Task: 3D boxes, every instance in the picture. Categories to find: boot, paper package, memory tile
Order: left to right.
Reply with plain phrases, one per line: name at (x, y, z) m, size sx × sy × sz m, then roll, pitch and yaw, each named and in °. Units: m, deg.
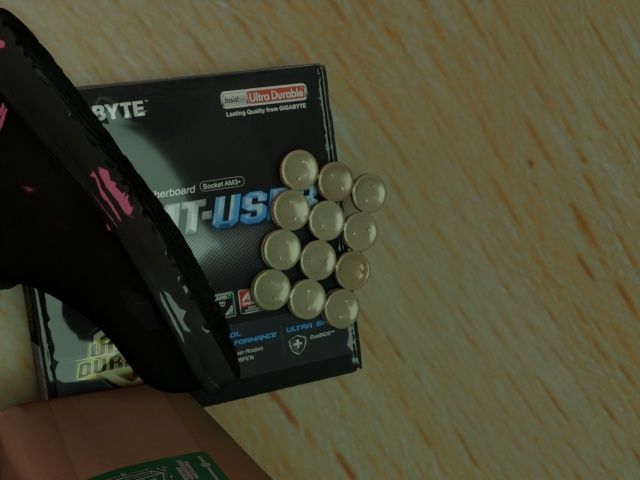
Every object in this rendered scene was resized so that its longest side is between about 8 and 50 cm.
boot at (-0.245, 0.027, 0.812) m, size 0.260 × 0.131 × 0.348 m, roll -37°, pitch 80°, yaw 1°
paper package at (-0.117, 0.305, 0.805) m, size 0.168 × 0.325 × 0.310 m, roll -11°, pitch 113°, yaw -26°
memory tile at (0.000, 0.000, 0.976) m, size 0.113 × 0.012 × 0.148 m, roll 15°, pitch 85°, yaw -26°

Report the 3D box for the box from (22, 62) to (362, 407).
box at (-0.121, 0.001, 0.966) m, size 0.295 × 0.073 × 0.294 m, roll -9°, pitch 97°, yaw -24°
